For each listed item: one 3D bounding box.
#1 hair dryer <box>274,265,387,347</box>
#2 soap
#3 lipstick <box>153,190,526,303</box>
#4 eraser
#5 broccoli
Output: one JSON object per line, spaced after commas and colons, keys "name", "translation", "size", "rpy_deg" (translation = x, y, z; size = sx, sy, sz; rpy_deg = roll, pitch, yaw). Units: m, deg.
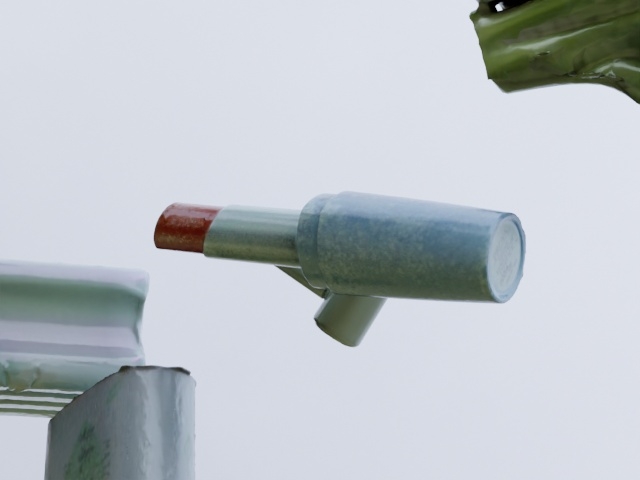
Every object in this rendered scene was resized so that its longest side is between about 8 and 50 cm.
{"name": "hair dryer", "translation": [-0.008, 0.018, 0.995], "size": [0.124, 0.063, 0.038], "rpy_deg": [34, 5, 18]}
{"name": "soap", "translation": [-0.338, 0.083, 1.203], "size": [0.347, 0.115, 0.208], "rpy_deg": [4, -17, -20]}
{"name": "lipstick", "translation": [0.000, 0.000, 0.941], "size": [0.274, 0.061, 0.068], "rpy_deg": [6, -62, 32]}
{"name": "eraser", "translation": [-0.155, 0.228, 1.070], "size": [0.081, 0.227, 0.174], "rpy_deg": [17, -34, -30]}
{"name": "broccoli", "translation": [0.291, -0.175, 1.050], "size": [0.302, 0.249, 0.375], "rpy_deg": [-15, -96, 59]}
